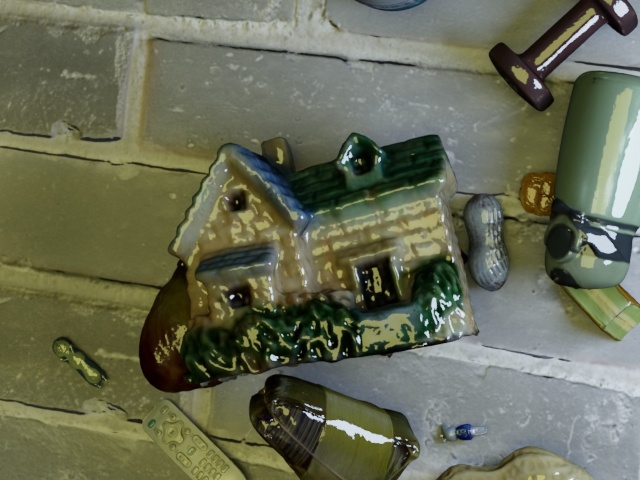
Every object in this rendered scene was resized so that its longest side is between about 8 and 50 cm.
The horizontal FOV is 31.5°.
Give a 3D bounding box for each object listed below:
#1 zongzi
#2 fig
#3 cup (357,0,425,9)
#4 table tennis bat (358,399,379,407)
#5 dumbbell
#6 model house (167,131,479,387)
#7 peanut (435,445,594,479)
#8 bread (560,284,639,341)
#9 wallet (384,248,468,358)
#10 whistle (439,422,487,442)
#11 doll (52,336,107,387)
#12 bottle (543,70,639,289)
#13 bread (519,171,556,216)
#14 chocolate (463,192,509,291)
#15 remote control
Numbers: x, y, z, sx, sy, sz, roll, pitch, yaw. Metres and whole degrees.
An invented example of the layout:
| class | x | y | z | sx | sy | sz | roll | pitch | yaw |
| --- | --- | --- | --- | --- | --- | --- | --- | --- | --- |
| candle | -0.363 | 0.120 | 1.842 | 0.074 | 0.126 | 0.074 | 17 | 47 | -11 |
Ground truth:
| class | x | y | z | sx | sy | sz | roll | pitch | yaw |
| --- | --- | --- | --- | --- | --- | --- | --- | --- | --- |
| zongzi | -0.024 | 0.392 | 1.915 | 0.289 | 0.154 | 0.317 | 23 | 111 | -15 |
| fig | -0.234 | 0.128 | 1.996 | 0.170 | 0.145 | 0.274 | -4 | 78 | 11 |
| cup | 0.078 | -0.498 | 1.835 | 0.289 | 0.257 | 0.219 | 23 | 96 | 9 |
| table tennis bat | 0.048 | 0.322 | 2.002 | 0.158 | 0.014 | 0.095 | 18 | 97 | 8 |
| dumbbell | 0.393 | -0.327 | 1.842 | 0.225 | 0.140 | 0.124 | -43 | 72 | 11 |
| model house | 0.000 | 0.000 | 1.801 | 0.445 | 0.395 | 0.400 | -11 | 82 | 12 |
| peanut | 0.321 | 0.413 | 1.903 | 0.274 | 0.111 | 0.125 | -10 | 86 | 11 |
| bread | 0.468 | 0.092 | 1.910 | 0.074 | 0.084 | 0.139 | -47 | 53 | 10 |
| wallet | 0.141 | 0.083 | 1.964 | 0.122 | 0.031 | 0.232 | 38 | 98 | 9 |
| whistle | 0.246 | 0.329 | 1.957 | 0.083 | 0.029 | 0.033 | -8 | 75 | 18 |
| doll | -0.443 | 0.224 | 2.087 | 0.125 | 0.027 | 0.037 | 39 | 92 | 7 |
| bottle | 0.452 | -0.089 | 1.814 | 0.168 | 0.168 | 0.347 | 13 | 90 | 10 |
| bread | 0.373 | -0.078 | 1.904 | 0.083 | 0.046 | 0.081 | 36 | 96 | 9 |
| chocolate | 0.280 | 0.004 | 1.913 | 0.072 | 0.072 | 0.167 | -5 | 92 | 11 |
| remote control | -0.222 | 0.384 | 2.045 | 0.229 | 0.044 | 0.073 | 41 | 88 | 15 |
